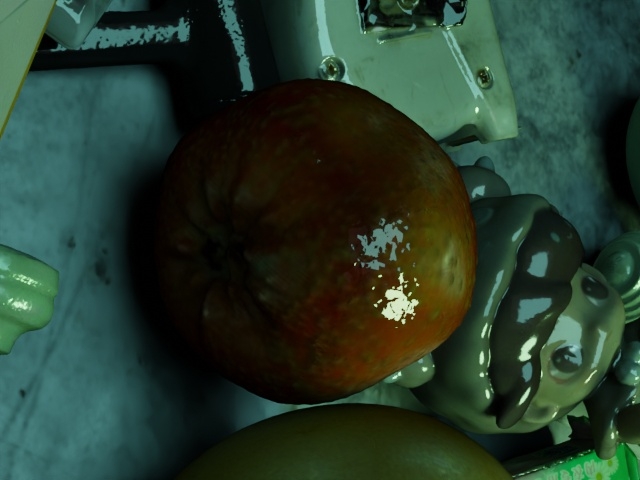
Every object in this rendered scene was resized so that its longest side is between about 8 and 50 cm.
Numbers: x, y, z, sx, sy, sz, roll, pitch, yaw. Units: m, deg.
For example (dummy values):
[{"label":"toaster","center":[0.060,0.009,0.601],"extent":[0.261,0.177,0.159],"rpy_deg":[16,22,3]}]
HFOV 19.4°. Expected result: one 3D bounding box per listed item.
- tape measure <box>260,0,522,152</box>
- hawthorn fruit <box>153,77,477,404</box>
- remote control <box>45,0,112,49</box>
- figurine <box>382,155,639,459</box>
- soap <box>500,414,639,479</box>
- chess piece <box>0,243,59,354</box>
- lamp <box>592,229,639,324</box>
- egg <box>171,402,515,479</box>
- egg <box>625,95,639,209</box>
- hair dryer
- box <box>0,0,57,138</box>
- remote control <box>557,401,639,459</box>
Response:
[{"label":"tape measure","center":[0.059,-0.201,1.729],"extent":[0.265,0.130,0.258],"rpy_deg":[-13,92,-39]},{"label":"hawthorn fruit","center":[0.000,0.000,1.552],"extent":[0.300,0.275,0.275],"rpy_deg":[-4,83,-69]},{"label":"remote control","center":[-0.288,-0.289,1.486],"extent":[0.313,0.055,0.109],"rpy_deg":[37,60,-13]},{"label":"figurine","center":[0.225,0.097,1.726],"extent":[0.380,0.203,0.248],"rpy_deg":[29,68,-7]},{"label":"soap","center":[0.185,0.295,1.758],"extent":[0.273,0.098,0.218],"rpy_deg":[-11,95,-37]},{"label":"chess piece","center":[-0.299,0.129,1.405],"extent":[0.139,0.139,0.271],"rpy_deg":[22,81,-33]},{"label":"lamp","center":[0.355,0.059,1.939],"extent":[0.193,0.106,0.106],"rpy_deg":[30,64,-42]},{"label":"egg","center":[0.014,0.274,1.505],"extent":[0.351,0.282,0.282],"rpy_deg":[-6,86,-29]},{"label":"egg","center":[0.408,-0.076,1.954],"extent":[0.168,0.168,0.231],"rpy_deg":[-23,101,-39]},{"label":"hair dryer","center":[-0.159,-0.184,1.588],"extent":[0.251,0.089,0.197],"rpy_deg":[-11,89,-33]},{"label":"box","center":[-0.333,-0.195,1.281],"extent":[0.283,0.214,0.259],"rpy_deg":[73,33,-62]},{"label":"remote control","center":[0.319,0.179,1.917],"extent":[0.229,0.044,0.073],"rpy_deg":[26,69,-33]}]
